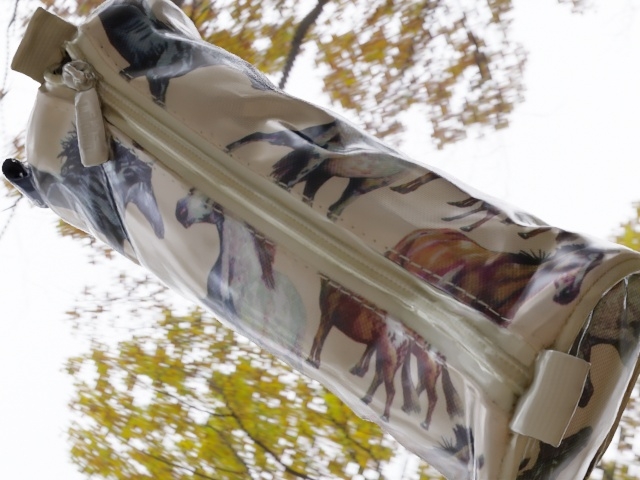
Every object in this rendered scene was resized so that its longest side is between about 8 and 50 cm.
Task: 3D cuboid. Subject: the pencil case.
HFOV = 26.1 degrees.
[{"bbox_3d":[0.000,0.000,0.783,0.183,0.410,0.159,11,-72,-57],"label":"pencil case"}]
